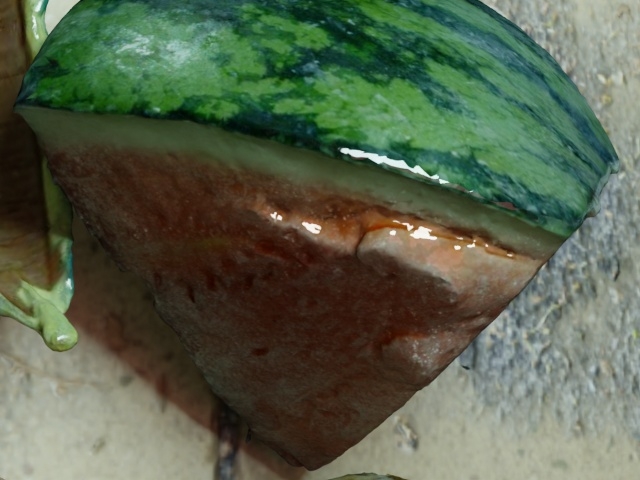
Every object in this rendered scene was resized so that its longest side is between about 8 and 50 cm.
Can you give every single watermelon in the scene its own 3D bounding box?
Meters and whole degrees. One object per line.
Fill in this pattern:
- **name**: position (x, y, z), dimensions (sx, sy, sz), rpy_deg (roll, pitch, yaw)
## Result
- **watermelon**: position (0.016, -0.040, 0.857), dimensions (0.283, 0.292, 0.250), rpy_deg (21, 59, 13)

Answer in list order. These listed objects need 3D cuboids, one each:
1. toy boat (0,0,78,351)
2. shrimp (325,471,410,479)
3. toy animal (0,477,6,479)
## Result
- **toy boat**: position (-0.181, -0.075, 0.796), dimensions (0.108, 0.099, 0.293), rpy_deg (-7, 78, -35)
- **shrimp**: position (0.067, 0.303, 0.928), dimensions (0.233, 0.071, 0.365), rpy_deg (-46, 109, -23)
- **toy animal**: position (-0.202, 0.238, 0.631), dimensions (0.237, 0.269, 0.326), rpy_deg (45, 18, -28)
